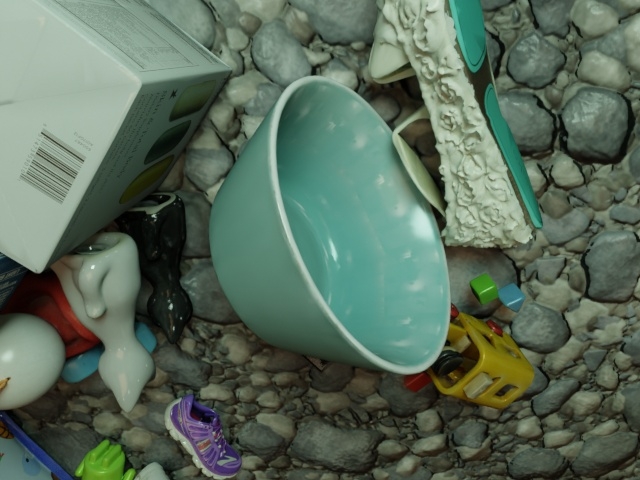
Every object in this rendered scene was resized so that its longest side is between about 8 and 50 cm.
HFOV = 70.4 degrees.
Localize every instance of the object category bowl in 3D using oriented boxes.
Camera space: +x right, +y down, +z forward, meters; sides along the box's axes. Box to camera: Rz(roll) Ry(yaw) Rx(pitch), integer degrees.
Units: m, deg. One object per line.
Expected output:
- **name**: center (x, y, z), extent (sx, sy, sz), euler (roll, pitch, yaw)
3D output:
- **bowl**: center (0.000, 0.000, 0.503), extent (0.163, 0.312, 0.312), euler (-21, 111, 33)

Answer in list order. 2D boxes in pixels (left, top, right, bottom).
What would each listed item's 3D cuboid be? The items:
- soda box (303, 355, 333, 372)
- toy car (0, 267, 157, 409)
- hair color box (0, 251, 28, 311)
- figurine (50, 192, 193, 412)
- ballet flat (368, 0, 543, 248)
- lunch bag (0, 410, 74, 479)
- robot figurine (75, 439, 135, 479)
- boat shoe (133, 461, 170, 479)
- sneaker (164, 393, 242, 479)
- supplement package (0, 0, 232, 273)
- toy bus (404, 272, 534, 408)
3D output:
- **soda box**: center (0.044, 0.111, 0.649), extent (0.169, 0.060, 0.053), euler (-41, 106, 17)
- **toy car**: center (-0.383, 0.135, 0.580), extent (0.210, 0.238, 0.219), euler (-17, 113, 25)
- **hair color box**: center (-0.443, 0.087, 0.428), extent (0.173, 0.105, 0.347), euler (40, 103, -3)
- **figurine**: center (-0.226, 0.072, 0.572), extent (0.092, 0.215, 0.210), euler (-2, 115, 8)
- **ballet flat**: center (0.127, -0.159, 0.493), extent (0.146, 0.147, 0.409), euler (-20, 110, 12)
- **lunch bag**: center (-0.552, 0.543, 0.736), extent (0.238, 0.328, 0.386), euler (-23, 108, 18)
- **robot figurine**: center (-0.384, 0.413, 0.802), extent (0.101, 0.067, 0.115), euler (16, 108, 8)
- **boat shoe**: center (-0.353, 0.523, 0.829), extent (0.096, 0.088, 0.268), euler (16, 111, -40)
- **sneaker**: center (-0.186, 0.328, 0.757), extent (0.071, 0.068, 0.170), euler (-34, 106, 11)
- **supplement package**: center (-0.248, -0.146, 0.451), extent (0.198, 0.263, 0.199), euler (36, 111, -11)
- **toy bus**: center (0.193, 0.161, 0.614), extent (0.202, 0.104, 0.191), euler (-17, 128, -5)
